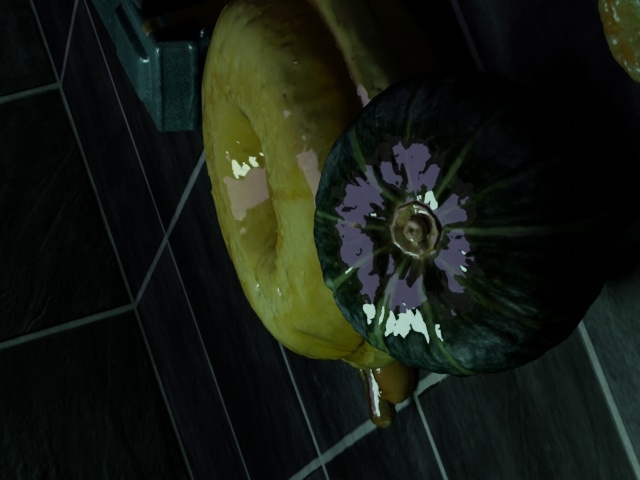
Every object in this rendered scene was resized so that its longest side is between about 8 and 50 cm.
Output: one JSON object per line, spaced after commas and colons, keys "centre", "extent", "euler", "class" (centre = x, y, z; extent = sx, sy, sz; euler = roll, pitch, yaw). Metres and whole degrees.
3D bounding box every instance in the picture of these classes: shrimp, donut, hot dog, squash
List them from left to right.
{"centre": [0.010, -0.080, 1.697], "extent": [0.449, 0.198, 0.449], "euler": [163, 90, -72], "class": "donut"}
{"centre": [0.071, 0.143, 1.952], "extent": [0.090, 0.060, 0.140], "euler": [-129, 24, -61], "class": "hot dog"}
{"centre": [0.113, -0.014, 1.384], "extent": [0.252, 0.165, 0.252], "euler": [5, 99, 33], "class": "squash"}
{"centre": [0.241, -0.174, 1.135], "extent": [0.115, 0.051, 0.217], "euler": [63, 160, 13], "class": "shrimp"}

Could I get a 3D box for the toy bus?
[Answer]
{"centre": [-0.169, -0.295, 2.068], "extent": [0.162, 0.194, 0.323], "euler": [96, 153, -49], "class": "toy bus"}
